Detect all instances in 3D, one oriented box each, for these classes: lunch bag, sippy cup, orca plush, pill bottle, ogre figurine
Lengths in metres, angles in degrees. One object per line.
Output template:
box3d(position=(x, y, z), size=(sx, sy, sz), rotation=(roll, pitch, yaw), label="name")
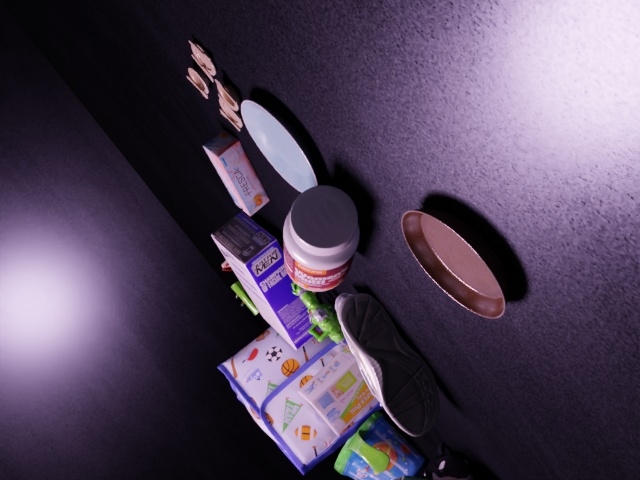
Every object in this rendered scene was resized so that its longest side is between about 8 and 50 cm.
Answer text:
box3d(position=(-0.038, 0.391, 1.764), size=(0.385, 0.327, 0.239), rotation=(39, 161, 42), label="lunch bag")
box3d(position=(0.200, 0.696, 2.069), size=(0.224, 0.305, 0.240), rotation=(33, 117, 20), label="sippy cup")
box3d(position=(0.328, 0.571, 1.663), size=(0.151, 0.102, 0.287), rotation=(-4, 154, 14), label="orca plush")
box3d(position=(0.000, 0.000, 1.055), size=(0.121, 0.121, 0.221), rotation=(47, 166, 12), label="pill bottle")
box3d(position=(0.006, 0.179, 1.555), size=(0.118, 0.096, 0.197), rotation=(52, 160, 45), label="ogre figurine")

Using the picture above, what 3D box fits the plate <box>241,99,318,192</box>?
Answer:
box3d(position=(-0.059, -0.152, 1.047), size=(0.188, 0.024, 0.188), rotation=(46, 166, 15), label="plate")

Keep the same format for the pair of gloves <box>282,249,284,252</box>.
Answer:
box3d(position=(-0.102, 0.064, 1.733), size=(0.159, 0.023, 0.198), rotation=(30, 155, 54), label="pair of gloves")

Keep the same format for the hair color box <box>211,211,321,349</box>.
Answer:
box3d(position=(-0.131, 0.107, 1.676), size=(0.185, 0.110, 0.339), rotation=(36, 160, 47), label="hair color box")

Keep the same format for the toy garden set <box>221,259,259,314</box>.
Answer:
box3d(position=(-0.224, 0.122, 1.962), size=(0.204, 0.049, 0.244), rotation=(49, -164, 4), label="toy garden set")

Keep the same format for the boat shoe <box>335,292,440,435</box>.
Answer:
box3d(position=(0.131, 0.243, 1.310), size=(0.321, 0.118, 0.103), rotation=(56, 171, -8), label="boat shoe")

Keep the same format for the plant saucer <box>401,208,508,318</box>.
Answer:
box3d(position=(0.167, 0.022, 0.794), size=(0.168, 0.029, 0.168), rotation=(45, 164, 16), label="plant saucer")

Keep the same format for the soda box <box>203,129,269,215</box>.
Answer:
box3d(position=(-0.173, -0.138, 1.359), size=(0.063, 0.058, 0.183), rotation=(38, 161, 40), label="soda box")

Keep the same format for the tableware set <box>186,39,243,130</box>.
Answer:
box3d(position=(-0.184, -0.266, 1.142), size=(0.141, 0.020, 0.169), rotation=(50, 166, 2), label="tableware set")

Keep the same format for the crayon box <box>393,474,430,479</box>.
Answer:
box3d(position=(0.328, 0.617, 1.504), size=(0.318, 0.081, 0.202), rotation=(12, 158, 4), label="crayon box")

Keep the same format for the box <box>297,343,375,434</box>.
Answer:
box3d(position=(0.065, 0.346, 1.573), size=(0.114, 0.203, 0.103), rotation=(52, 167, -15), label="box")
